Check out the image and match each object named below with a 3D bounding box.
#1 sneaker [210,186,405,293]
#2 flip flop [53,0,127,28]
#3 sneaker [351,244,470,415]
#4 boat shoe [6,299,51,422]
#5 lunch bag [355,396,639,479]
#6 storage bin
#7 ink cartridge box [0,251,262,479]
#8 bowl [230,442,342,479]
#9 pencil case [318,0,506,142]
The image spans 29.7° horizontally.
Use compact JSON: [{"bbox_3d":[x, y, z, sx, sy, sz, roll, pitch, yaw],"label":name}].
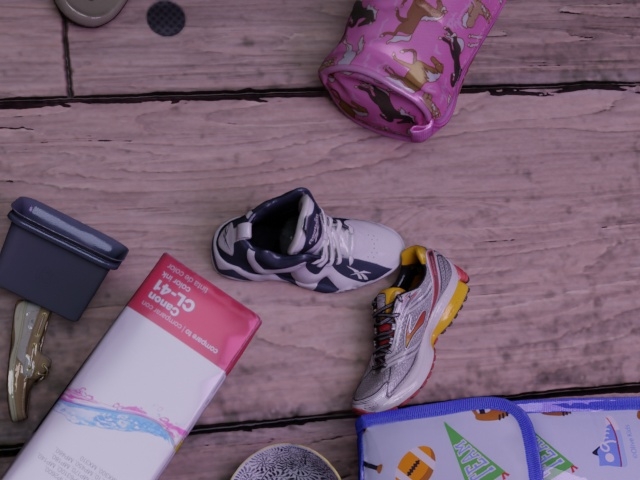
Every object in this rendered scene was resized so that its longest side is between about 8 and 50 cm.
[{"bbox_3d":[0.000,0.000,1.385,0.234,0.153,0.094,8,76,-13],"label":"sneaker"},{"bbox_3d":[-0.238,-0.385,1.449,0.112,0.080,0.277,25,73,-8],"label":"flip flop"},{"bbox_3d":[0.087,0.105,1.412,0.092,0.088,0.225,41,61,-25],"label":"sneaker"},{"bbox_3d":[-0.318,0.132,1.325,0.045,0.050,0.135,3,77,-8],"label":"boat shoe"},{"bbox_3d":[0.232,0.342,1.320,0.385,0.239,0.328,1,69,-12],"label":"lunch bag"},{"bbox_3d":[-0.296,0.023,1.343,0.135,0.098,0.091,28,100,-8],"label":"storage bin"},{"bbox_3d":[-0.208,0.186,1.250,0.131,0.226,0.306,37,71,-4],"label":"ink cartridge box"},{"bbox_3d":[-0.021,0.311,1.332,0.080,0.170,0.170,21,66,-56],"label":"bowl"},{"bbox_3d":[0.148,-0.304,1.494,0.160,0.167,0.386,45,67,-39],"label":"pencil case"}]
